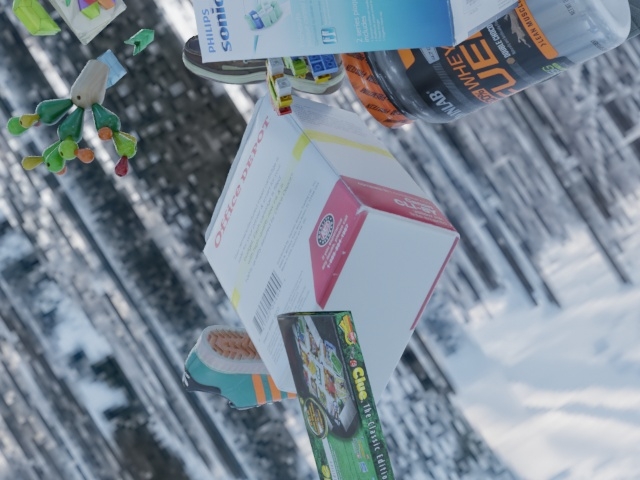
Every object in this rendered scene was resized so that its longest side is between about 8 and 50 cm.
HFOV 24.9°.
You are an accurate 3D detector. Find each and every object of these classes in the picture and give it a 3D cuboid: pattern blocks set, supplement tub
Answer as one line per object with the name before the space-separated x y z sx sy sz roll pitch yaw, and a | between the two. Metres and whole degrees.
pattern blocks set | -0.379 -0.404 2.225 0.026 0.325 0.285 -23 30 37
supplement tub | 0.206 -0.281 1.865 0.338 0.207 0.207 -24 1 27

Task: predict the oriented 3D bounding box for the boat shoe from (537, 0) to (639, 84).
boat shoe | 0.327 -0.310 2.068 0.320 0.118 0.103 -24 32 -1

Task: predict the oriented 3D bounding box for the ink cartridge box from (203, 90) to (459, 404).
ink cartridge box | 0.000 0.000 1.994 0.160 0.384 0.279 13 -67 -28

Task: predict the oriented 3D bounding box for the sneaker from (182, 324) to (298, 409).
sneaker | -0.091 0.224 2.428 0.302 0.108 0.121 15 -51 -29

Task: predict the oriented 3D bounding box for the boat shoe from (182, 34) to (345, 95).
boat shoe | -0.087 -0.292 2.192 0.095 0.257 0.095 85 -162 -44

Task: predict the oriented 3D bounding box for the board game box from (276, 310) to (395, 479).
board game box | 0.023 0.209 1.711 0.030 0.259 0.136 -19 8 -34

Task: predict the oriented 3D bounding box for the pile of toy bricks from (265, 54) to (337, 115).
pile of toy bricks | -0.040 -0.257 1.829 0.118 0.212 0.105 -15 -22 -10

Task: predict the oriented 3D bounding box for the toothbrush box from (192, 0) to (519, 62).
toothbrush box | 0.037 -0.280 1.560 0.296 0.126 0.216 0 19 25

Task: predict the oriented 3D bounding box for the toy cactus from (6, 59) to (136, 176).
toy cactus | -0.351 -0.176 2.145 0.219 0.180 0.112 10 -18 31
